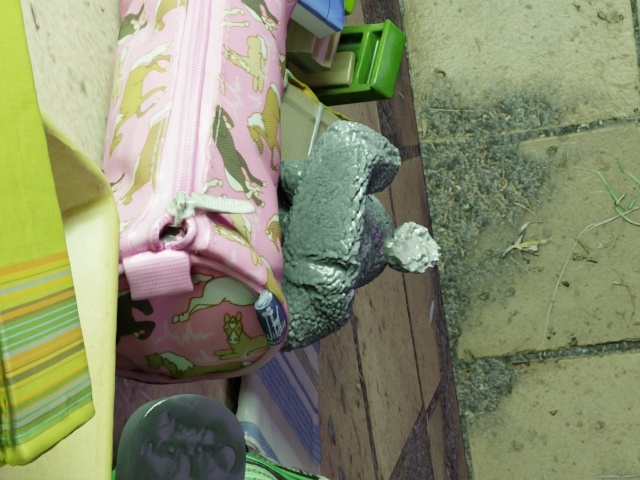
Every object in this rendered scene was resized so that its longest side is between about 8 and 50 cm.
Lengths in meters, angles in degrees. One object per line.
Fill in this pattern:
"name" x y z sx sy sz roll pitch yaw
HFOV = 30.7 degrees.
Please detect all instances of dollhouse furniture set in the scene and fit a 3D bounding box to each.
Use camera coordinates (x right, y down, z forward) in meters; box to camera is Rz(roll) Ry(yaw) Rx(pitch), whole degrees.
"dollhouse furniture set" -0.043 -0.141 1.319 0.197 0.151 0.301 30 68 -48

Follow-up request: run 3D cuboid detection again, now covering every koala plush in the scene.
"koala plush" 0.000 0.000 1.112 0.221 0.196 0.203 3 87 -66

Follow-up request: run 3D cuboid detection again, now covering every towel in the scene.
"towel" -0.043 0.144 1.216 0.209 0.034 0.285 64 20 -47
"towel" -0.149 -0.019 0.549 0.102 0.021 0.237 -31 111 -82

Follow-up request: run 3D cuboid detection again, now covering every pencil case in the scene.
"pencil case" -0.093 -0.086 0.866 0.160 0.167 0.386 37 41 -37

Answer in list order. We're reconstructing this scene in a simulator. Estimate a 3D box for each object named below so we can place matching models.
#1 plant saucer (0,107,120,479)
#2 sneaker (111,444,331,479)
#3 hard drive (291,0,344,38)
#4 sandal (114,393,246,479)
"plant saucer" -0.195 0.063 0.512 0.332 0.081 0.332 57 28 -63
"sneaker" -0.069 0.192 0.861 0.146 0.134 0.343 42 -10 10
"hard drive" -0.082 -0.350 1.108 0.319 0.040 0.210 24 57 -53
"sandal" -0.074 0.212 0.632 0.097 0.054 0.254 0 81 -33
